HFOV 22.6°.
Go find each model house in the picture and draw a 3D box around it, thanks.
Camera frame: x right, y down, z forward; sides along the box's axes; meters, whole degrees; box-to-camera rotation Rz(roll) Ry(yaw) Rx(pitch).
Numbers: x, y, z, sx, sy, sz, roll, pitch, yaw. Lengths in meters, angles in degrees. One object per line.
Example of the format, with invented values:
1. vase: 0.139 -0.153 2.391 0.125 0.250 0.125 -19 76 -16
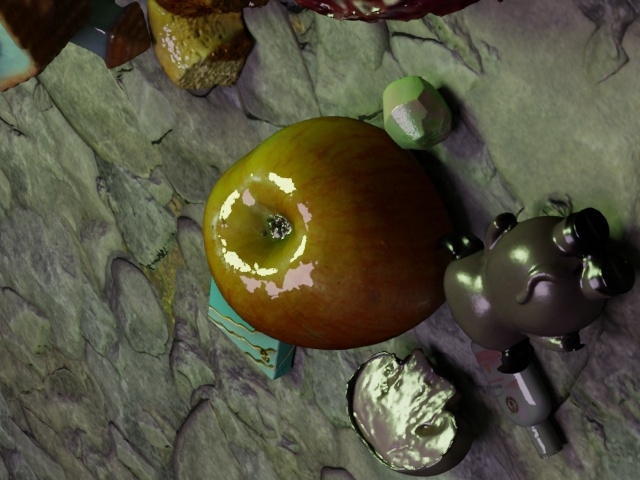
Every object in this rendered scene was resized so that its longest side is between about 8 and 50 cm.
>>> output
1. model house: -0.377 -0.326 2.027 0.329 0.295 0.251 26 137 7

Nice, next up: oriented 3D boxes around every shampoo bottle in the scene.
1. shampoo bottle: 0.242 0.184 1.932 0.080 0.040 0.165 -26 91 57

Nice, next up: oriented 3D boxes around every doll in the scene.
1. doll: 0.230 0.046 1.772 0.257 0.117 0.182 -33 82 57

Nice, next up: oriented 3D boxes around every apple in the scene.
1. apple: 0.000 0.000 1.925 0.301 0.301 0.301 35 139 37

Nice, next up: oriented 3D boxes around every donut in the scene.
1. donut: -0.154 -0.314 2.054 0.151 0.112 0.295 51 146 12

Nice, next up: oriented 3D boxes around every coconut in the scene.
1. coconut: 0.111 -0.142 1.839 0.083 0.082 0.081 116 154 -43

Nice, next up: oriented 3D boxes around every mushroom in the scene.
1. mushroom: 0.122 0.230 2.074 0.188 0.141 0.117 44 178 34

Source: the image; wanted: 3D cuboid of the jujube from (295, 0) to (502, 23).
1. jujube: 0.056 -0.341 1.600 0.377 0.258 0.258 15 125 54

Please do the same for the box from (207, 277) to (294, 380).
1. box: -0.095 0.075 2.331 0.162 0.041 0.229 42 143 30
